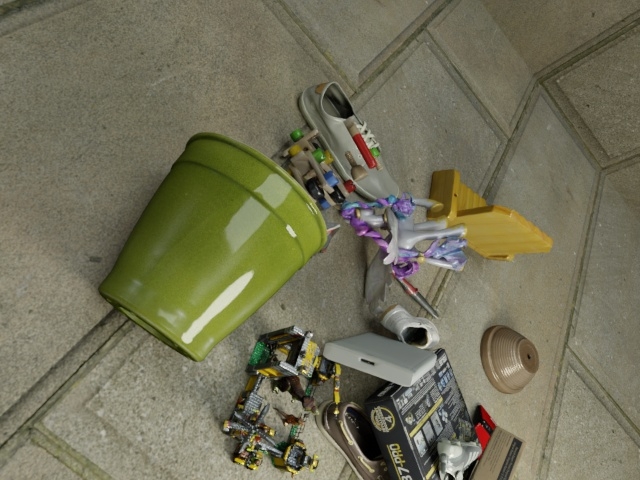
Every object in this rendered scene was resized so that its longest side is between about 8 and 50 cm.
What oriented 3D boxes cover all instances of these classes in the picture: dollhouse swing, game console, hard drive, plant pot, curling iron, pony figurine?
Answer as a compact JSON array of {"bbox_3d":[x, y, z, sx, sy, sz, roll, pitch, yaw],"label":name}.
[{"bbox_3d":[0.614,-0.115,1.617,0.347,0.305,0.314,29,58,-23],"label":"dollhouse swing"},{"bbox_3d":[0.518,0.621,1.448,0.144,0.085,0.124,53,20,-9],"label":"game console"},{"bbox_3d":[0.157,0.280,1.112,0.308,0.203,0.040,15,89,-66],"label":"hard drive"},{"bbox_3d":[0.674,0.406,1.586,0.238,0.110,0.237,15,63,-32],"label":"plant pot"},{"bbox_3d":[0.293,0.148,1.449,0.274,0.035,0.068,49,52,-11],"label":"curling iron"},{"bbox_3d":[0.230,0.001,1.309,0.364,0.302,0.350,3,44,-9],"label":"pony figurine"},{"bbox_3d":[-0.232,0.037,0.929,0.366,0.367,0.352,42,64,-16],"label":"plant pot"}]

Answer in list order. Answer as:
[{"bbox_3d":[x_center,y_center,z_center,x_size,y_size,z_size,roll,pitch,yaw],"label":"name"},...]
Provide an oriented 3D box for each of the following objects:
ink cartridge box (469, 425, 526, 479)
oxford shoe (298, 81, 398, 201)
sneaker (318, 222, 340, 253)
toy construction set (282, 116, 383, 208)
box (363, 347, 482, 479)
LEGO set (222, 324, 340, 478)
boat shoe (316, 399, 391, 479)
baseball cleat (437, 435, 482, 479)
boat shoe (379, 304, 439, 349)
[{"bbox_3d":[0.436,0.636,1.192,0.088,0.234,0.193,25,39,26],"label":"ink cartridge box"},{"bbox_3d":[0.107,-0.303,1.429,0.449,0.130,0.169,53,49,-10],"label":"oxford shoe"},{"bbox_3d":[0.000,0.000,1.289,0.158,0.061,0.064,-34,121,-39],"label":"sneaker"},{"bbox_3d":[-0.003,-0.224,1.220,0.258,0.309,0.237,-20,80,-48],"label":"toy construction set"},{"bbox_3d":[0.288,0.493,1.203,0.395,0.097,0.317,-11,77,-58],"label":"box"},{"bbox_3d":[-0.054,0.347,1.012,0.255,0.192,0.331,42,53,-16],"label":"LEGO set"},{"bbox_3d":[0.127,0.521,1.142,0.324,0.097,0.116,49,50,-11],"label":"boat shoe"},{"bbox_3d":[0.330,0.532,1.104,0.206,0.072,0.109,28,66,-44],"label":"baseball cleat"},{"bbox_3d":[0.272,0.272,1.303,0.277,0.098,0.096,30,14,-43],"label":"boat shoe"}]
